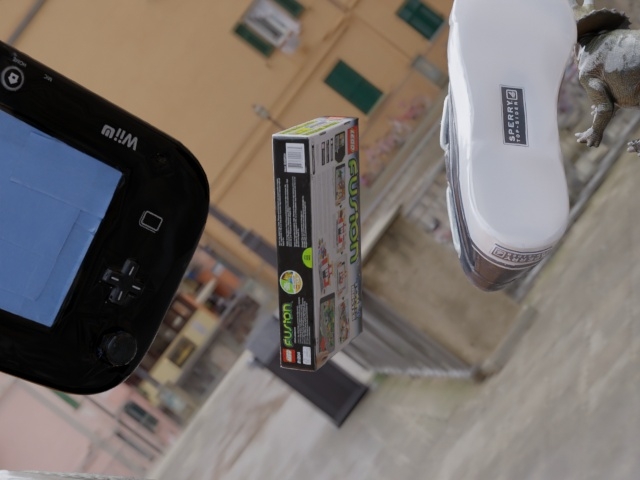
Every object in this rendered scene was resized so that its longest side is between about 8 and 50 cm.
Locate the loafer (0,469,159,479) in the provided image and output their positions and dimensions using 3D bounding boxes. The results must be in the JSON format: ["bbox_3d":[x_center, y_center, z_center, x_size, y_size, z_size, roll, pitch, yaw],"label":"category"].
[{"bbox_3d":[-0.070,0.210,0.751,0.111,0.319,0.112,-109,42,-71],"label":"loafer"}]

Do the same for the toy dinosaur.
[{"bbox_3d":[0.383,-0.185,1.389,0.121,0.313,0.160,-34,-41,-39],"label":"toy dinosaur"}]

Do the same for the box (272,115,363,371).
[{"bbox_3d":[0.000,0.000,1.062,0.114,0.036,0.207,-30,-58,-63],"label":"box"}]

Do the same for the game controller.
[{"bbox_3d":[-0.201,-0.029,0.645,0.067,0.319,0.166,32,93,49],"label":"game controller"}]

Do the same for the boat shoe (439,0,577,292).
[{"bbox_3d":[0.150,-0.100,0.991,0.102,0.108,0.301,113,161,-60],"label":"boat shoe"}]
